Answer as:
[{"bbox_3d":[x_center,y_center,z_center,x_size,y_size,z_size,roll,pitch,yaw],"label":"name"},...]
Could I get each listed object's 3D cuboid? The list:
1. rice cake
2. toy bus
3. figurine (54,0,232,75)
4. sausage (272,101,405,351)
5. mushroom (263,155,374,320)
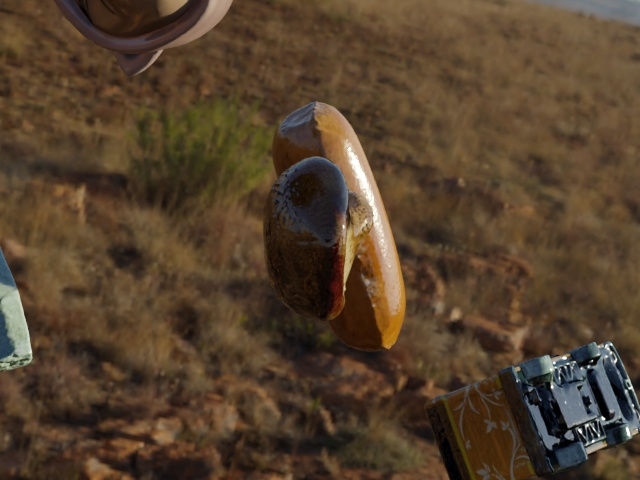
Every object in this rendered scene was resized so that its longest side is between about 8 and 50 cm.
[{"bbox_3d":[-0.326,0.011,1.053,0.045,0.042,0.245,-17,66,-22],"label":"rice cake"},{"bbox_3d":[0.315,0.254,1.603,0.194,0.161,0.323,-29,-15,36],"label":"toy bus"},{"bbox_3d":[-0.088,-0.235,0.747,0.288,0.176,0.186,-20,0,28],"label":"figurine"},{"bbox_3d":[0.023,-0.009,1.161,0.105,0.274,0.105,-16,20,6],"label":"sausage"},{"bbox_3d":[0.000,0.000,0.840,0.087,0.127,0.127,-4,17,-1],"label":"mushroom"}]
